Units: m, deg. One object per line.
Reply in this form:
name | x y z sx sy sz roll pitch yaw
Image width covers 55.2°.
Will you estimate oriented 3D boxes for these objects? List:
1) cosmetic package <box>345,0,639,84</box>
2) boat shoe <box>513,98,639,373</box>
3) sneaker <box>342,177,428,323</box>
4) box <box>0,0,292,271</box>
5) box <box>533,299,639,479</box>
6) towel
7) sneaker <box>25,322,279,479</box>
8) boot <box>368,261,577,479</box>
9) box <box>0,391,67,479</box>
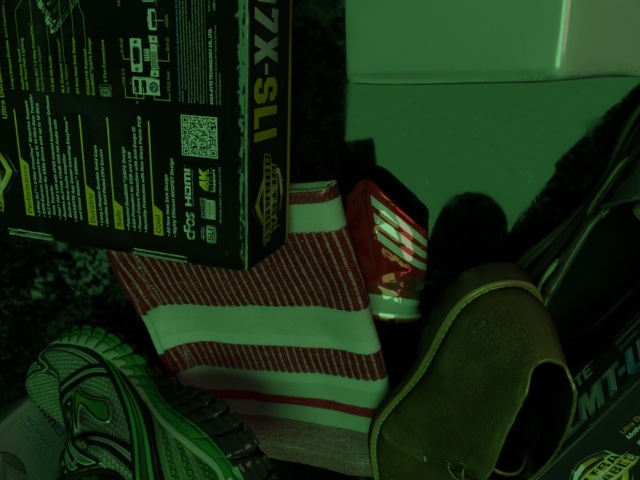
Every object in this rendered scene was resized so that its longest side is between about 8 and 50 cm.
cosmetic package | 0.141 -0.329 0.359 0.161 0.230 0.453 15 113 46
boat shoe | 0.286 -0.020 0.494 0.132 0.130 0.355 31 109 0
sneaker | 0.000 0.000 0.598 0.221 0.087 0.128 11 86 13
box | -0.150 -0.153 0.433 0.257 0.079 0.322 8 109 20
box | 0.355 0.132 0.454 0.293 0.073 0.295 27 116 -6
towel | -0.058 0.100 0.579 0.237 0.037 0.329 -2 122 22
sneaker | -0.206 0.186 0.590 0.343 0.146 0.134 14 130 42
boot | 0.115 0.171 0.510 0.112 0.115 0.305 0 128 -14
box | -0.330 0.335 0.664 0.127 0.231 0.262 -28 99 17
